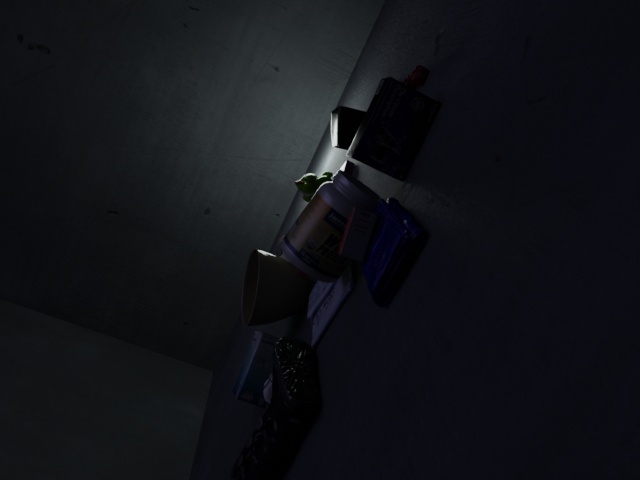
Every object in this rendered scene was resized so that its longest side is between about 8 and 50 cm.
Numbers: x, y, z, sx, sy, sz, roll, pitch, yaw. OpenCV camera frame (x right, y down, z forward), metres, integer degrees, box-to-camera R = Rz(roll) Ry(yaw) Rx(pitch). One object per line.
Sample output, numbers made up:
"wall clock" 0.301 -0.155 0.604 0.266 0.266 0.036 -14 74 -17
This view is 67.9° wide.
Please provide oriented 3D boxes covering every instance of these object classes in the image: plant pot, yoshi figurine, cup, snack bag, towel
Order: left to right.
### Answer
"cup" -0.193 0.212 2.056 0.331 0.237 0.331 -172 90 -71
"yoshi figurine" -0.008 -0.270 2.512 0.203 0.203 0.362 -26 -1 2
"snack bag" 0.031 0.178 1.710 0.323 0.037 0.342 -60 14 27
"plant pot" 0.143 -0.497 2.162 0.187 0.188 0.167 -144 64 -77
"towel" 0.172 0.015 1.297 0.227 0.076 0.308 -62 13 17

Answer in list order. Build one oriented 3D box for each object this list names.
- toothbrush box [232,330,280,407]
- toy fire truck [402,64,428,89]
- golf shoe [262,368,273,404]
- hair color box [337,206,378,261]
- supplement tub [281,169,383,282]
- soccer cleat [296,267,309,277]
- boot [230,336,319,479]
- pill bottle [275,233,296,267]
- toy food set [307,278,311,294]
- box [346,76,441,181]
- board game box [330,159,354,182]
"toothbrush box" -0.272 0.561 2.105 0.216 0.126 0.295 148 143 -71
"toy fire truck" 0.319 -0.541 1.750 0.135 0.047 0.192 -71 13 -16
"golf shoe" -0.164 0.529 1.813 0.094 0.077 0.198 136 153 -61
"hair color box" 0.104 -0.018 1.336 0.043 0.072 0.141 -141 70 -80
"supplement tub" 0.046 -0.046 1.536 0.316 0.228 0.228 -54 15 15
"soccer cleat" 0.000 0.000 1.978 0.331 0.116 0.143 -59 22 2
"boot" -0.156 0.586 1.556 0.367 0.146 0.445 -99 30 -70
"pill bottle" -0.144 0.100 2.306 0.278 0.162 0.162 -85 21 -56
"toy food set" -0.061 0.213 2.091 0.122 0.019 0.078 -97 30 -52
"box" 0.223 -0.341 1.470 0.261 0.184 0.103 -65 14 10
"board game box" 0.065 -0.182 2.205 0.208 0.056 0.347 125 163 -59
